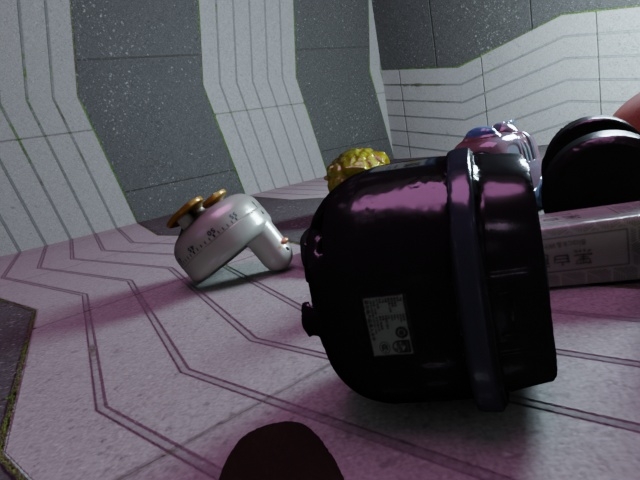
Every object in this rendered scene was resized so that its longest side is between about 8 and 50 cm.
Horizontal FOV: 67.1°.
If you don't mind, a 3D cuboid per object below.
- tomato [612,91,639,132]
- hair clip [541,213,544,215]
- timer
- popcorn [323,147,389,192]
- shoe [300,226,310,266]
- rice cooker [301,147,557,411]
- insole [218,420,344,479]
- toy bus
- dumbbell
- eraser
[{"bbox_3d":[0.821,-0.242,1.100,0.341,0.273,0.341,-10,13,2],"label":"tomato"},{"bbox_3d":[0.412,-0.035,1.034,0.173,0.046,0.072,-2,11,42],"label":"hair clip"},{"bbox_3d":[-0.204,0.010,1.101,0.233,0.240,0.233,-39,3,2],"label":"timer"},{"bbox_3d":[0.132,-0.191,1.630,0.249,0.226,0.249,-8,30,5],"label":"popcorn"},{"bbox_3d":[0.000,0.000,1.111,0.107,0.093,0.241,-10,10,-7],"label":"shoe"},{"bbox_3d":[0.111,0.035,0.498,0.224,0.268,0.267,-7,13,20],"label":"rice cooker"},{"bbox_3d":[-0.030,0.219,0.335,0.111,0.007,0.328,-12,12,-2],"label":"insole"},{"bbox_3d":[0.445,-0.180,1.231,0.294,0.232,0.197,-19,15,-38],"label":"toy bus"},{"bbox_3d":[0.533,-0.121,0.925,0.203,0.204,0.322,-4,17,26],"label":"dumbbell"},{"bbox_3d":[0.392,0.010,0.725,0.403,0.098,0.096,-8,13,16],"label":"eraser"}]
